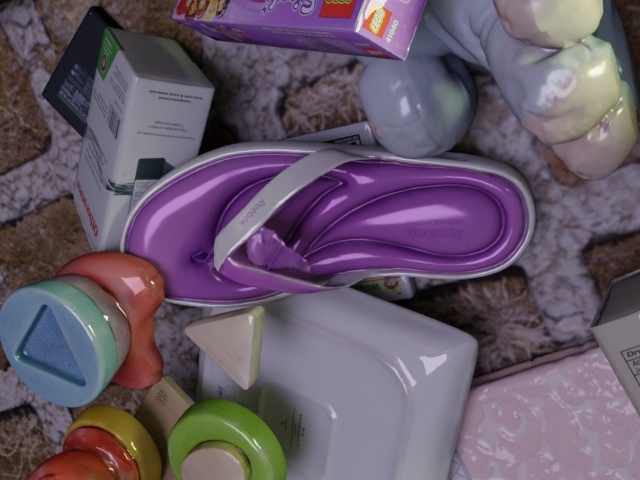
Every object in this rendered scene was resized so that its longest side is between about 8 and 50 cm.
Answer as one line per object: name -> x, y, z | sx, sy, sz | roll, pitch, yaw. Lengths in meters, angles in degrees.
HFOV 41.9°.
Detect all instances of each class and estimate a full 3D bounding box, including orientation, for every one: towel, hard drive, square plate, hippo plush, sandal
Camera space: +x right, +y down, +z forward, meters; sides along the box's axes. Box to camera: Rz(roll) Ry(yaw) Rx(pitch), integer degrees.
towel -> 0.242, 0.289, 0.877 | 0.317, 0.053, 0.332 | -24, 96, 30
hard drive -> -0.264, -0.191, 0.980 | 0.094, 0.022, 0.135 | 45, 120, 6
square plate -> -0.018, 0.204, 0.929 | 0.344, 0.049, 0.347 | 20, 115, 28
hippo plush -> 0.113, -0.177, 0.682 | 0.237, 0.234, 0.294 | -10, 102, 27
sandal -> -0.003, -0.015, 0.803 | 0.416, 0.102, 0.169 | -8, 107, 8

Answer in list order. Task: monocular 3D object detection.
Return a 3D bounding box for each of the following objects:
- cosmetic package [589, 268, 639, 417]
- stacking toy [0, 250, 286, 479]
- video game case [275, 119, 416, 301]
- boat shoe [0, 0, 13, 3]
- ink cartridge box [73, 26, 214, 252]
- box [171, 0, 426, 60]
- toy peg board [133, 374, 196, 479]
cosmetic package -> 0.379, 0.153, 0.722 | 0.153, 0.129, 0.296 | -27, 94, 32
stacking toy -> -0.190, 0.180, 0.828 | 0.279, 0.130, 0.309 | 6, 113, 25
video game case -> -0.016, -0.018, 0.917 | 0.212, 0.023, 0.193 | -9, 102, 27
boat shoe -> -0.451, -0.307, 0.993 | 0.302, 0.091, 0.114 | -14, 100, 28
ink cartridge box -> -0.197, -0.101, 0.901 | 0.153, 0.087, 0.208 | 53, 131, 49
box -> -0.005, -0.262, 0.694 | 0.293, 0.057, 0.201 | 22, 92, 52
toy peg board -> -0.149, 0.262, 0.972 | 0.161, 0.079, 0.160 | 41, 110, 20
